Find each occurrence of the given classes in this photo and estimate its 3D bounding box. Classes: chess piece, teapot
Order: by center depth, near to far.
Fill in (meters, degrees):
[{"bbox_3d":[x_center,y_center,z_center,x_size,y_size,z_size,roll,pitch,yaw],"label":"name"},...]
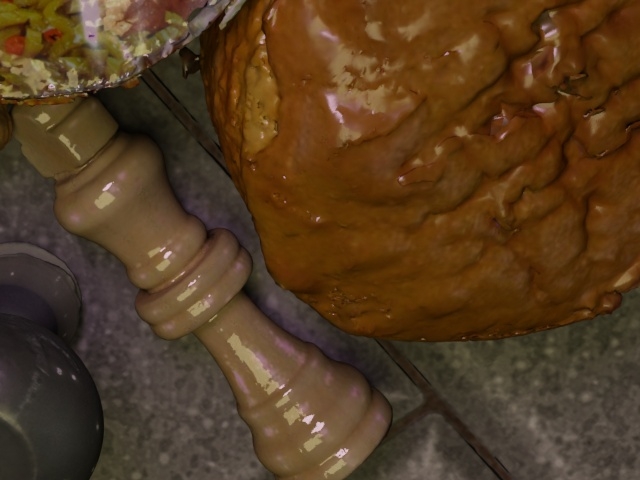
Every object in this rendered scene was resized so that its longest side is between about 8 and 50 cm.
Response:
[{"bbox_3d":[-0.250,0.103,1.177,0.183,0.251,0.183,0,116,0],"label":"teapot"},{"bbox_3d":[-0.102,0.030,1.220,0.117,0.117,0.397,-34,108,16],"label":"chess piece"}]

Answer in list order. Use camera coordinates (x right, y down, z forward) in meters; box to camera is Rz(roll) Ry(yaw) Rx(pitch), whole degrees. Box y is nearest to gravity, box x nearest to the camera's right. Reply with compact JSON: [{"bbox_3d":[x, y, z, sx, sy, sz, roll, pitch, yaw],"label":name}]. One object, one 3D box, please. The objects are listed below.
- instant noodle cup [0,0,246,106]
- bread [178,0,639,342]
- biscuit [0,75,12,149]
[{"bbox_3d":[-0.182,-0.288,0.972,0.339,0.266,0.340,1,120,1],"label":"instant noodle cup"},{"bbox_3d":[0.114,-0.110,1.036,0.398,0.215,0.398,-14,125,-21],"label":"bread"},{"bbox_3d":[-0.337,-0.131,1.161,0.225,0.036,0.166,7,110,16],"label":"biscuit"}]
